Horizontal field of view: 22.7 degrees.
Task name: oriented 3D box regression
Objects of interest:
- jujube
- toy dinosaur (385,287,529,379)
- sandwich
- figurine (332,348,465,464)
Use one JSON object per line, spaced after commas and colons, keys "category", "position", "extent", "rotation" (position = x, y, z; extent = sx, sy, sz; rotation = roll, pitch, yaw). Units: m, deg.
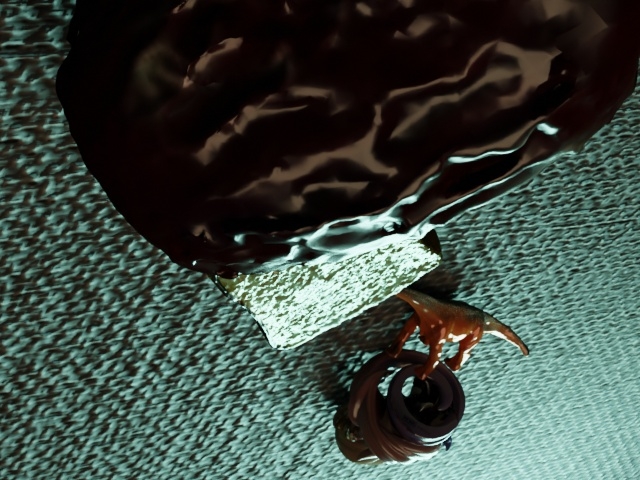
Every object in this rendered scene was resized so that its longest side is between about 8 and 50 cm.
{"category": "jujube", "position": [0.034, -0.130, 0.965], "extent": [0.376, 0.258, 0.258], "rotation": [-30, 151, 6]}
{"category": "toy dinosaur", "position": [0.109, 0.086, 1.585], "extent": [0.279, 0.055, 0.101], "rotation": [5, 128, -43]}
{"category": "sandwich", "position": [0.000, 0.000, 1.336], "extent": [0.186, 0.065, 0.215], "rotation": [-31, 152, 6]}
{"category": "figurine", "position": [0.066, 0.189, 1.650], "extent": [0.126, 0.114, 0.157], "rotation": [33, 126, -19]}
